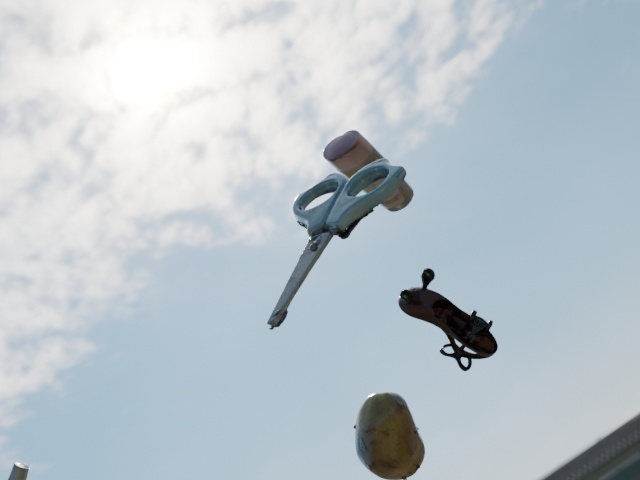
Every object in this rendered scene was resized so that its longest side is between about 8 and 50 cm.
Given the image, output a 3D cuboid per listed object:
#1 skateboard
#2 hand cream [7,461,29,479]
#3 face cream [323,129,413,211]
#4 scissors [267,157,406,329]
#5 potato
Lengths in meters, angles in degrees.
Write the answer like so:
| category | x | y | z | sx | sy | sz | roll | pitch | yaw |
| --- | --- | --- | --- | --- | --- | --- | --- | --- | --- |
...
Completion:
| category | x | y | z | sx | sy | sz | roll | pitch | yaw |
| --- | --- | --- | --- | --- | --- | --- | --- | --- | --- |
| skateboard | 0.171 | 0.116 | 1.212 | 0.067 | 0.151 | 0.080 | -37 | -21 | -40 |
| hand cream | -0.442 | 0.414 | 1.214 | 0.052 | 0.038 | 0.216 | 126 | 159 | -84 |
| face cream | 0.121 | -0.165 | 2.145 | 0.107 | 0.073 | 0.269 | -30 | -43 | 21 |
| scissors | 0.001 | 0.001 | 1.217 | 0.191 | 0.029 | 0.360 | -13 | 33 | 33 |
| potato | 0.125 | 0.369 | 1.652 | 0.137 | 0.175 | 0.137 | -21 | 14 | 6 |
